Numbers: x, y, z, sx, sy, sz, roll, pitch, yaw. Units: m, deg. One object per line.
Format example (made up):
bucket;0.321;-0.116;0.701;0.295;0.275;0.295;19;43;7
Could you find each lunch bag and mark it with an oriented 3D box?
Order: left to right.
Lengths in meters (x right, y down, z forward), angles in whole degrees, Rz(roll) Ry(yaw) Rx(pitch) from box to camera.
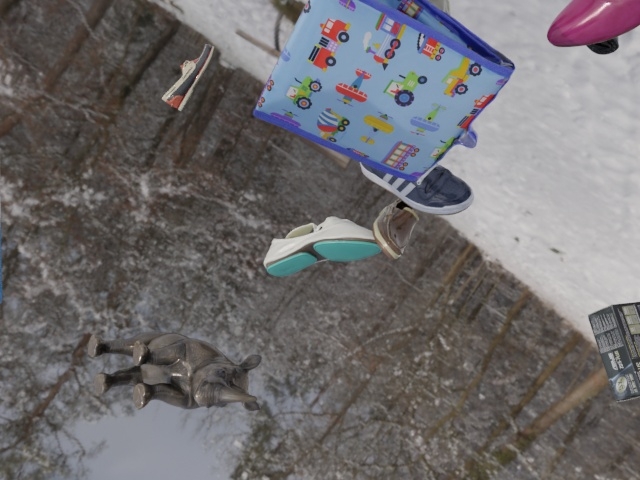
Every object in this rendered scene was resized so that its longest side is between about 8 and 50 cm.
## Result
lunch bag;0.094;-0.207;0.802;0.293;0.221;0.138;29;-137;-9

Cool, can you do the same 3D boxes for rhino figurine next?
rhino figurine;-0.140;0.134;0.604;0.106;0.073;0.243;9;173;-43

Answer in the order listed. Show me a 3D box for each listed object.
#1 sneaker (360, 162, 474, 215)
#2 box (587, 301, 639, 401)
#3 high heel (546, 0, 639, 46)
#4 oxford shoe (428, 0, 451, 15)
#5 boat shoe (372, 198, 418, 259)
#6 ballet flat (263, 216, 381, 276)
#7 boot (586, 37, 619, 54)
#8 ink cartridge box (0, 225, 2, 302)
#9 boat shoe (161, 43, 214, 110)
sneaker;0.174;-0.160;1.181;0.282;0.099;0.153;32;155;38
box;0.642;0.217;1.184;0.147;0.180;0.077;-4;158;-17
high heel;0.498;-0.454;0.898;0.181;0.377;0.127;34;-146;-40
oxford shoe;0.184;-0.586;1.283;0.169;0.130;0.449;4;151;28
boat shoe;0.189;-0.044;1.456;0.095;0.095;0.257;45;-159;-14
ballet flat;0.000;0.000;1.701;0.400;0.139;0.139;-15;159;34
boot;0.625;-0.567;1.333;0.094;0.207;0.246;-6;139;37
ink cartridge box;-0.453;-0.037;0.537;0.197;0.198;0.270;-6;170;-1
boat shoe;-0.245;-0.310;1.112;0.043;0.137;0.049;31;-172;-12
